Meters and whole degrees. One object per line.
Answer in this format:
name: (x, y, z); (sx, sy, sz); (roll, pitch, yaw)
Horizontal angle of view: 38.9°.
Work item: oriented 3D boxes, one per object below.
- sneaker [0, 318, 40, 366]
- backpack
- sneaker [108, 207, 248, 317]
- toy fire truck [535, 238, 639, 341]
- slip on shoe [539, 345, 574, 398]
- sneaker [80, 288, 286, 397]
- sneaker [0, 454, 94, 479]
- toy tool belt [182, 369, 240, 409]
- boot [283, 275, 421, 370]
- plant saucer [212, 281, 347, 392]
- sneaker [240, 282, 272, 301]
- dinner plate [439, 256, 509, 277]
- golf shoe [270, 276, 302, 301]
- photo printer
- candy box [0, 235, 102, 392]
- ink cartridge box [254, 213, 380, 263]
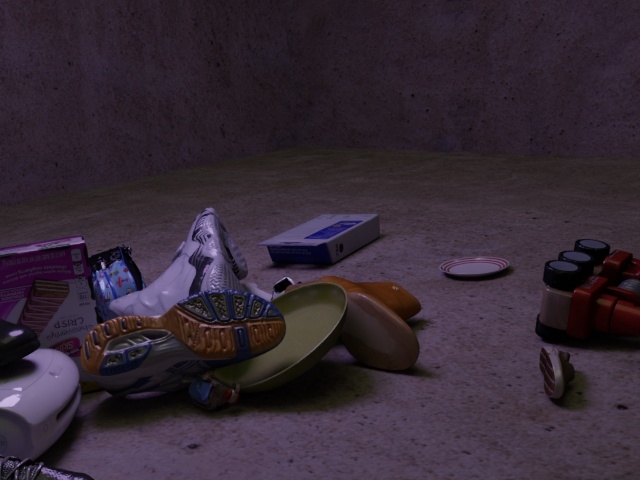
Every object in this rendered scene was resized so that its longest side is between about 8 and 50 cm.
sneaker: (-0.536, 0.105, 1.230); (0.330, 0.146, 0.122); (0, 11, 19)
backpack: (-0.363, 0.111, 1.617); (0.116, 0.158, 0.173); (-18, 27, -16)
sneaker: (-0.238, 0.076, 1.531); (0.210, 0.137, 0.366); (-28, 25, 4)
toy fire truck: (0.485, 0.079, 1.398); (0.246, 0.159, 0.217); (16, 22, 31)
slip on shoe: (0.324, 0.178, 1.225); (0.041, 0.052, 0.135); (8, 8, 6)
sneaker: (-0.194, 0.157, 1.335); (0.296, 0.131, 0.112); (-9, 54, 0)
sneaker: (-0.371, 0.252, 1.009); (0.228, 0.132, 0.086); (-6, 13, 0)
toy tool belt: (-0.156, 0.209, 1.268); (0.051, 0.052, 0.083); (31, -20, -35)
boot: (0.104, 0.119, 1.475); (0.211, 0.104, 0.295); (-2, 17, -44)
plant saucer: (-0.056, 0.151, 1.360); (0.240, 0.037, 0.241); (-28, 22, 12)
sneaker: (-0.170, 0.113, 1.686); (0.232, 0.091, 0.115); (18, 19, 41)
dinner plate: (0.311, 0.056, 1.834); (0.141, 0.017, 0.141); (-5, 13, 1)
golf shoe: (-0.041, 0.104, 1.612); (0.077, 0.094, 0.198); (-4, 11, 12)
photo printer: (-0.483, 0.230, 1.216); (0.307, 0.107, 0.256); (-6, 12, -1)
candy box: (-0.420, 0.122, 1.380); (0.159, 0.234, 0.071); (-11, 12, -16)
ink cartridge box: (0.000, 0.000, 2.125); (0.165, 0.065, 0.332); (1, 13, 29)
